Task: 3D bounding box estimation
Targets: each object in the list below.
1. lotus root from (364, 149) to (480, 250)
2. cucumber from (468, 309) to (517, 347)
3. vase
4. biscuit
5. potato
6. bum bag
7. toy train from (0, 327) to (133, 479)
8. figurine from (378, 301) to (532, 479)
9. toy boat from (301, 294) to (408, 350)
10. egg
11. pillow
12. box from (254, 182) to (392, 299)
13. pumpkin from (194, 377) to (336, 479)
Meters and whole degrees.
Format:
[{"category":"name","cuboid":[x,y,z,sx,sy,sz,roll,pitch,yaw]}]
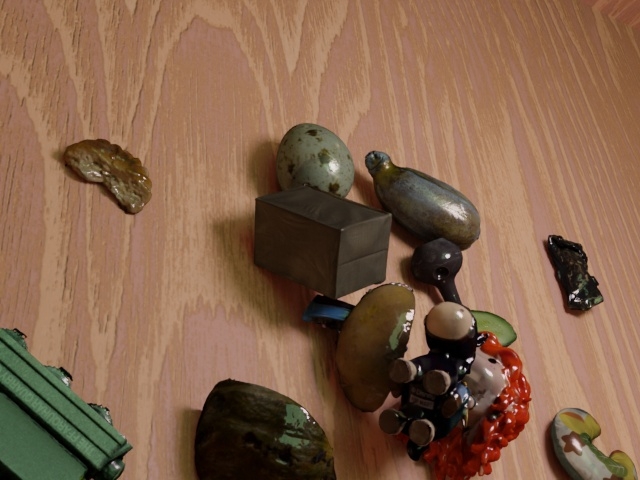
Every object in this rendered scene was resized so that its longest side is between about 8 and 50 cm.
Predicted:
[{"category":"lotus root","cuboid":[0.226,-0.087,2.098,0.322,0.140,0.158,31,17,1]},{"category":"cucumber","cuboid":[0.354,0.212,1.976,0.244,0.063,0.115,5,42,-48]},{"category":"vase","cuboid":[0.278,0.089,2.014,0.120,0.120,0.182,-18,84,-45]},{"category":"biscuit","cuboid":[-0.396,-0.142,1.728,0.183,0.061,0.118,34,40,-8]},{"category":"potato","cuboid":[0.101,0.194,1.687,0.120,0.100,0.261,21,83,-14]},{"category":"bum bag","cuboid":[0.662,0.082,2.334,0.102,0.069,0.248,16,49,-28]},{"category":"toy train","cuboid":[-0.441,0.263,1.298,0.330,0.138,0.178,43,50,-2]},{"category":"figurine","cuboid":[0.246,0.278,1.669,0.412,0.241,0.306,48,46,-50]},{"category":"toy boat","cuboid":[0.066,0.183,1.781,0.223,0.100,0.097,22,71,-13]},{"category":"egg","cuboid":[-0.017,-0.166,1.957,0.169,0.169,0.231,9,39,-32]},{"category":"pillow","cuboid":[0.593,0.467,1.949,0.233,0.086,0.214,48,31,12]},{"category":"box","cuboid":[0.000,0.000,1.764,0.231,0.155,0.149,23,28,38]},{"category":"pumpkin","cuboid":[-0.078,0.367,1.444,0.312,0.169,0.148,41,38,-1]}]
